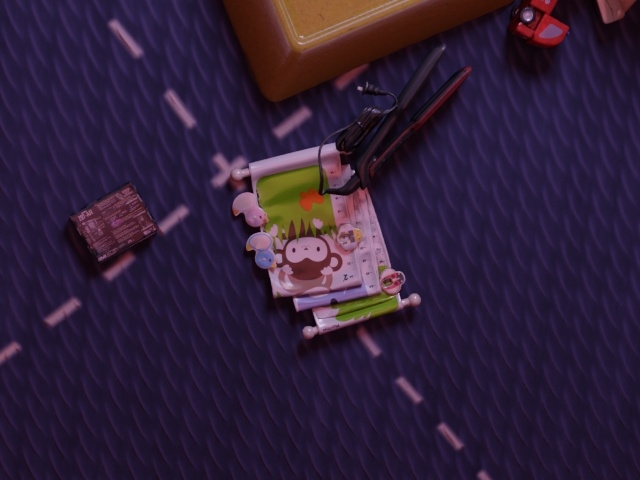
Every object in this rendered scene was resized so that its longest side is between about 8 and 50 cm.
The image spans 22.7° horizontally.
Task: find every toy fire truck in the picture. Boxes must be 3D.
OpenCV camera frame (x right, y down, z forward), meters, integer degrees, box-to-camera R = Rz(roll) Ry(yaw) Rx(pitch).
[{"bbox_3d":[0.319,-0.298,1.864,0.135,0.047,0.192,27,97,-11],"label":"toy fire truck"}]

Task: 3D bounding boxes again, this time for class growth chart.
[{"bbox_3d":[0.000,0.000,1.900,0.172,0.021,0.237,-22,100,-2],"label":"growth chart"}]

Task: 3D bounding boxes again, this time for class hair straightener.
[{"bbox_3d":[0.069,-0.145,1.862,0.089,0.047,0.230,43,91,-11],"label":"hair straightener"}]

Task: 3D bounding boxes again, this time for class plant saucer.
[{"bbox_3d":[0.030,-0.364,1.805,0.332,0.081,0.333,-23,102,-2],"label":"plant saucer"}]

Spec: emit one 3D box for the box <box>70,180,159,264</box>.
[{"bbox_3d":[-0.241,-0.021,1.871,0.083,0.018,0.067,-30,102,0],"label":"box"}]
